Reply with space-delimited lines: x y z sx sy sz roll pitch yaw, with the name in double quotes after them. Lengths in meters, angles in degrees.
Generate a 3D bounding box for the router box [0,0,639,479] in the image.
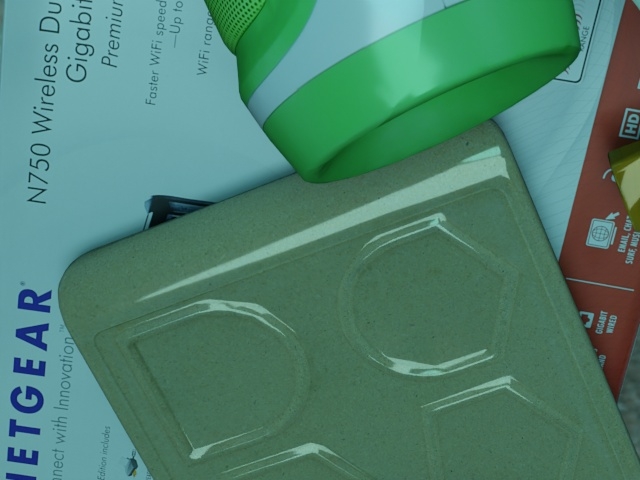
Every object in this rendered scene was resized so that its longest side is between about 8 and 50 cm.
0.000 0.000 0.724 0.301 0.082 0.335 8 117 -1 "router box"

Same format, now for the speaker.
-0.018 -0.176 0.552 0.131 0.131 0.296 -27 83 15 "speaker"

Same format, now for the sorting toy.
0.064 0.058 0.684 0.307 0.041 0.229 -20 109 13 "sorting toy"

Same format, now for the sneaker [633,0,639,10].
0.199 -0.170 0.575 0.236 0.322 0.130 -7 144 -27 "sneaker"
